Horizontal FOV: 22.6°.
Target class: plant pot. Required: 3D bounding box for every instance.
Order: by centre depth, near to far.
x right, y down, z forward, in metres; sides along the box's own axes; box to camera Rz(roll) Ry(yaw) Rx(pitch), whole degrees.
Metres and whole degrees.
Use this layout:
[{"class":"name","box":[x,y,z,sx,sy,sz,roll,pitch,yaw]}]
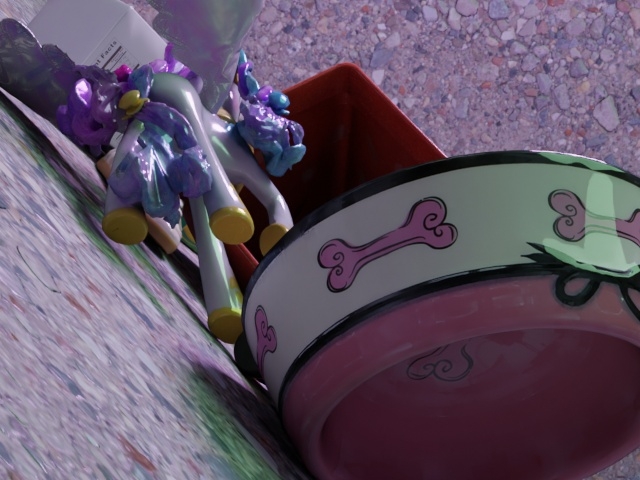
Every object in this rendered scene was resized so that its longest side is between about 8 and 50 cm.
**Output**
[{"class":"plant pot","box":[0.000,0.000,1.871,0.267,0.267,0.236,48,-25,32]}]

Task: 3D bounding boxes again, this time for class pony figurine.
[{"class":"pony figurine","box":[-0.152,-0.126,1.607,0.351,0.303,0.363,47,23,-42]}]

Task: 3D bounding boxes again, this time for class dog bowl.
[{"class":"dog bowl","box":[0.139,0.102,1.424,0.408,0.408,0.150,46,28,-50]}]

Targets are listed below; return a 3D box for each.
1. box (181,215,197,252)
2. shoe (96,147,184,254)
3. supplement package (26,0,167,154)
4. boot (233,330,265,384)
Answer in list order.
[{"class":"box","box":[-0.163,-0.022,2.069,0.105,0.043,0.179,48,4,29]},{"class":"shoe","box":[-0.194,-0.056,1.777,0.076,0.058,0.219,46,2,-35]},{"class":"supplement package","box":[-0.235,-0.179,1.917,0.139,0.134,0.244,33,-9,42]},{"class":"boot","box":[0.030,0.103,1.595,0.137,0.198,0.077,51,25,-50]}]
